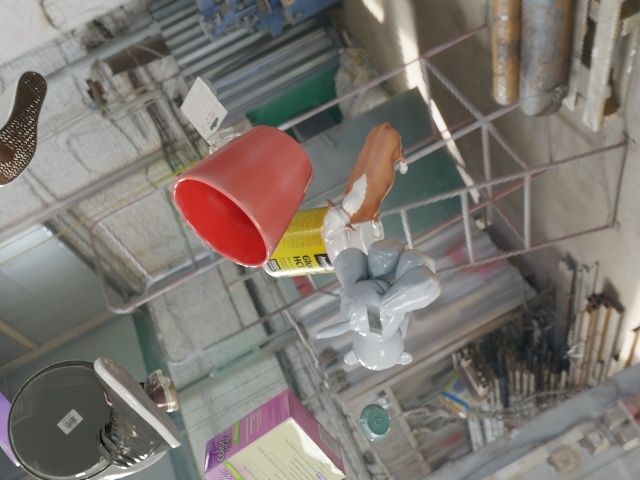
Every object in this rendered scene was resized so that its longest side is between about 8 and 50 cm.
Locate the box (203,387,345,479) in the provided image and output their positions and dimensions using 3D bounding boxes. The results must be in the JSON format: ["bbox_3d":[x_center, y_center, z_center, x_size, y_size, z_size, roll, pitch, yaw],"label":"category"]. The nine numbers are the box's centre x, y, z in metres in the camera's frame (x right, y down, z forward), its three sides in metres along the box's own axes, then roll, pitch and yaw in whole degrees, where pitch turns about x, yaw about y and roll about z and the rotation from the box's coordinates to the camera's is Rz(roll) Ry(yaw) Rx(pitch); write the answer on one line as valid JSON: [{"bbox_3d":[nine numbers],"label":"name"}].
[{"bbox_3d":[-0.105,0.503,1.447,0.213,0.243,0.117,52,-173,-21],"label":"box"}]

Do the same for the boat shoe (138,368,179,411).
[{"bbox_3d":[-0.443,0.401,1.644,0.285,0.092,0.102,-9,89,64],"label":"boat shoe"}]

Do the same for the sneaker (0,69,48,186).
[{"bbox_3d":[-0.745,-0.267,1.529,0.106,0.290,0.123,26,168,-40],"label":"sneaker"}]

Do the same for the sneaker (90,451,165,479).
[{"bbox_3d":[-0.545,0.576,1.632,0.108,0.293,0.169,67,158,16],"label":"sneaker"}]

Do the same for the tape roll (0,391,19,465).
[{"bbox_3d":[-1.068,0.625,2.127,0.275,0.090,0.274,31,140,30],"label":"tape roll"}]

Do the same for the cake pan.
[{"bbox_3d":[-0.600,0.432,1.507,0.293,0.293,0.054,62,163,8],"label":"cake pan"}]

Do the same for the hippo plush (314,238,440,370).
[{"bbox_3d":[0.148,0.164,1.330,0.294,0.234,0.236,-77,-24,-50],"label":"hippo plush"}]

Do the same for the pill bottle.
[{"bbox_3d":[0.000,0.000,1.777,0.188,0.334,0.187,20,-113,-56],"label":"pill bottle"}]

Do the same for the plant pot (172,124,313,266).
[{"bbox_3d":[-0.160,-0.117,1.444,0.275,0.243,0.275,26,148,18],"label":"plant pot"}]

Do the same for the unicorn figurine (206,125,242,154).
[{"bbox_3d":[-0.272,-0.274,1.746,0.162,0.111,0.060,20,135,64],"label":"unicorn figurine"}]

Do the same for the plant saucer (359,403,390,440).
[{"bbox_3d":[0.185,0.597,2.067,0.119,0.119,0.021,62,145,7],"label":"plant saucer"}]

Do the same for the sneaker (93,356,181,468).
[{"bbox_3d":[-0.423,0.374,1.312,0.104,0.147,0.295,49,168,53],"label":"sneaker"}]

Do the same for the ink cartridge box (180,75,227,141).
[{"bbox_3d":[-0.384,-0.443,2.127,0.179,0.145,0.045,49,-147,16],"label":"ink cartridge box"}]

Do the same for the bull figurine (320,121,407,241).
[{"bbox_3d":[0.108,-0.114,1.428,0.101,0.310,0.188,22,167,23],"label":"bull figurine"}]
